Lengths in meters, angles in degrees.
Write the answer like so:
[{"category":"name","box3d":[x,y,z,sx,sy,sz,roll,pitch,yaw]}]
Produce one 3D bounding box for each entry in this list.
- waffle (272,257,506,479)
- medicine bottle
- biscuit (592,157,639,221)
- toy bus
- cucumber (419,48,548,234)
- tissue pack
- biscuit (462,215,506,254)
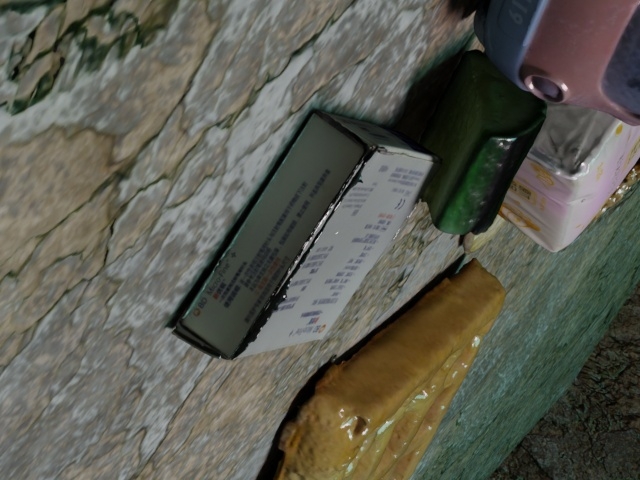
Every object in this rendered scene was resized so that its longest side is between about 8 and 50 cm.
[{"category":"waffle","box3d":[0.049,0.193,1.588,0.348,0.077,0.304,-35,156,-51]},{"category":"medicine bottle","box3d":[0.000,0.000,1.035,0.171,0.052,0.201,-56,166,11]},{"category":"biscuit","box3d":[0.297,-0.134,1.436,0.026,0.131,0.237,19,124,-44]},{"category":"toy bus","box3d":[0.260,-0.191,1.040,0.294,0.232,0.197,-42,162,-37]},{"category":"cucumber","box3d":[0.117,-0.065,1.128,0.116,0.062,0.115,-96,-158,-51]},{"category":"tissue pack","box3d":[0.212,-0.112,1.286,0.185,0.124,0.225,-54,167,-9]},{"category":"biscuit","box3d":[0.193,-0.049,1.582,0.152,0.020,0.152,-48,165,-18]}]
